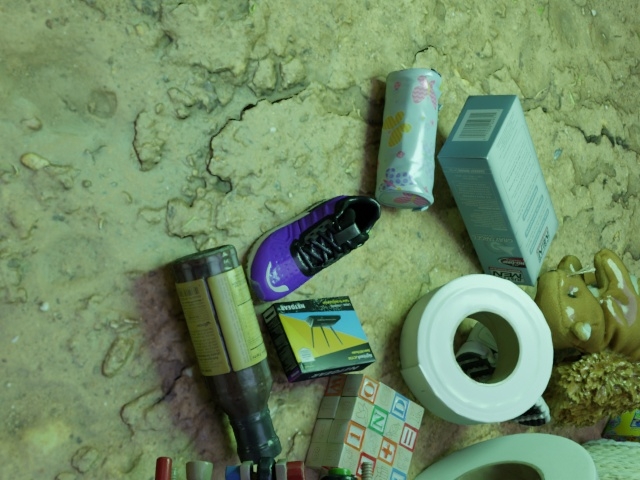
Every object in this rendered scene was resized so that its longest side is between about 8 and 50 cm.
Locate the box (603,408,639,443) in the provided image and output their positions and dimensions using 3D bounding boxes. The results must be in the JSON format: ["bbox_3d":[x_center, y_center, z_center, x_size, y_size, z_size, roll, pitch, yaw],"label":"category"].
[{"bbox_3d":[0.878,0.481,2.369,0.290,0.177,0.279,56,50,-22],"label":"box"}]

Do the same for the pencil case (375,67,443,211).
[{"bbox_3d":[0.173,-0.196,1.853,0.124,0.113,0.273,28,64,-52],"label":"pencil case"}]

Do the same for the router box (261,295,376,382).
[{"bbox_3d":[-0.001,0.167,1.648,0.179,0.046,0.133,-3,62,-44],"label":"router box"}]

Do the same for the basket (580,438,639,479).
[{"bbox_3d":[0.649,0.615,2.039,0.266,0.331,0.328,-3,87,-39],"label":"basket"}]

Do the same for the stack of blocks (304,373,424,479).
[{"bbox_3d":[0.063,0.402,1.676,0.171,0.087,0.297,34,62,-35],"label":"stack of blocks"}]

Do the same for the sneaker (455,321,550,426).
[{"bbox_3d":[0.399,0.283,2.005,0.292,0.110,0.118,49,45,-27],"label":"sneaker"}]

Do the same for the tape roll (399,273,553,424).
[{"bbox_3d":[0.298,0.211,1.838,0.286,0.100,0.286,4,77,-16],"label":"tape roll"}]

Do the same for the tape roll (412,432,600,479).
[{"bbox_3d":[0.307,0.475,1.688,0.392,0.392,0.072,-34,108,-41],"label":"tape roll"}]

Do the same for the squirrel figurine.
[{"bbox_3d":[0.596,0.216,2.070,0.370,0.281,0.397,-2,89,-46],"label":"squirrel figurine"}]

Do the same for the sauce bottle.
[{"bbox_3d":[-0.141,0.182,1.504,0.111,0.111,0.344,-20,98,-43],"label":"sauce bottle"}]

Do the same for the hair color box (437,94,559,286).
[{"bbox_3d":[0.372,-0.097,1.957,0.185,0.114,0.374,-60,138,-32],"label":"hair color box"}]

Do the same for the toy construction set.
[{"bbox_3d":[-0.103,0.453,1.403,0.309,0.257,0.237,11,63,-18],"label":"toy construction set"}]

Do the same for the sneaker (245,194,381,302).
[{"bbox_3d":[0.000,-0.001,1.636,0.293,0.146,0.102,-42,112,-39],"label":"sneaker"}]
